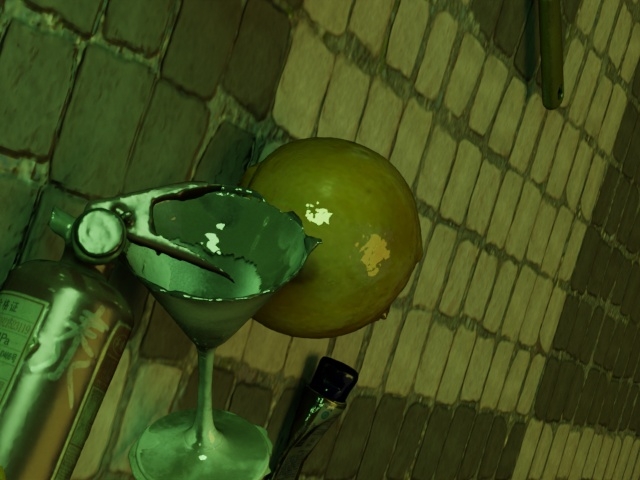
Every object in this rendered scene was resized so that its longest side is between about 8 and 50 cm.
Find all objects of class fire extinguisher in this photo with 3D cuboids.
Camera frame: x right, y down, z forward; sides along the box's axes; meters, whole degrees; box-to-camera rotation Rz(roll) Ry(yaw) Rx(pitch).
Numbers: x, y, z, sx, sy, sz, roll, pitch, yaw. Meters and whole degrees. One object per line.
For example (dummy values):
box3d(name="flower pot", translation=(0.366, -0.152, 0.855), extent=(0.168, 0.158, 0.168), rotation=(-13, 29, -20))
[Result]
box3d(name="fire extinguisher", translation=(-0.133, 0.070, 0.910), extent=(0.106, 0.075, 0.252), rotation=(30, 74, -28))

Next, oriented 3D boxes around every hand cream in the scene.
box3d(name="hand cream", translation=(-0.014, 0.173, 1.359), extent=(0.163, 0.039, 0.062), rotation=(-69, 161, 5))

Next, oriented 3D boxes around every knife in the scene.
box3d(name="knife", translation=(0.213, -0.265, 1.595), extent=(0.061, 0.027, 0.343), rotation=(-53, 148, -34))

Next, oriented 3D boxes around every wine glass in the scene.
box3d(name="wine glass", translation=(-0.068, 0.071, 1.047), extent=(0.122, 0.122, 0.183), rotation=(-47, 148, -48))

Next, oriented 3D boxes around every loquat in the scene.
box3d(name="loquat", translation=(0.000, 0.000, 1.135), extent=(0.141, 0.141, 0.141), rotation=(-49, 148, -46))

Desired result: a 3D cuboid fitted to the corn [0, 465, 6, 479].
box3d(name="corn", translation=(-0.208, 0.049, 0.717), extent=(0.101, 0.101, 0.292), rotation=(-59, 152, -33))
